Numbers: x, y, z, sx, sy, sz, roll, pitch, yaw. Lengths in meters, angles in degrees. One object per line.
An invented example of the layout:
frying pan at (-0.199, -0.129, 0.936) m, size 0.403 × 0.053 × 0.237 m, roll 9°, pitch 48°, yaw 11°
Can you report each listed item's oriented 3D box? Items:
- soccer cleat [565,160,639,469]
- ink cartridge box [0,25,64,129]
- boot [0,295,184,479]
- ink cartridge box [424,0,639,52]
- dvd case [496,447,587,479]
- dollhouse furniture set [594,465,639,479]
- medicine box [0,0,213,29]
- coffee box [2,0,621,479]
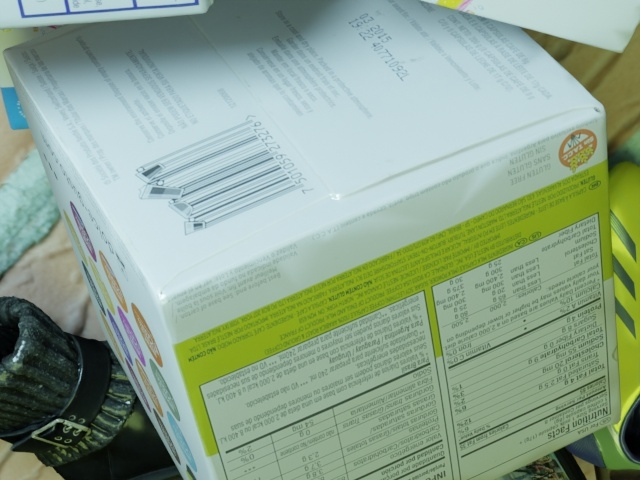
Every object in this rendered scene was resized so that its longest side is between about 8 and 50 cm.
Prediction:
soccer cleat at (0.285, 0.072, 1.648) m, size 0.121 × 0.093 × 0.289 m, roll 16°, pitch 108°, yaw 36°
ink cartridge box at (-0.203, -0.205, 1.446) m, size 0.134 × 0.078 × 0.231 m, roll -5°, pitch 132°, yaw 1°
boot at (-0.188, 0.124, 1.716) m, size 0.348 × 0.131 × 0.260 m, roll -28°, pitch 128°, yaw 22°
ink cartridge box at (0.127, -0.266, 1.245) m, size 0.233 × 0.171 × 0.168 m, roll 13°, pitch 132°, yaw -14°
dvd case at (0.160, 0.271, 1.835) m, size 0.253 × 0.022 × 0.180 m, roll -11°, pitch 127°, yaw 30°
dollhouse furniture set at (0.324, 0.199, 1.795) m, size 0.374 × 0.152 × 0.201 m, roll -2°, pitch 133°, yaw -1°
medicine box at (-0.222, -0.279, 1.250) m, size 0.289 × 0.263 × 0.149 m, roll -3°, pitch 133°, yaw 1°
coffee box at (0.000, 0.000, 1.408) m, size 0.338 × 0.337 × 0.334 m, roll -24°, pitch 133°, yaw -12°
